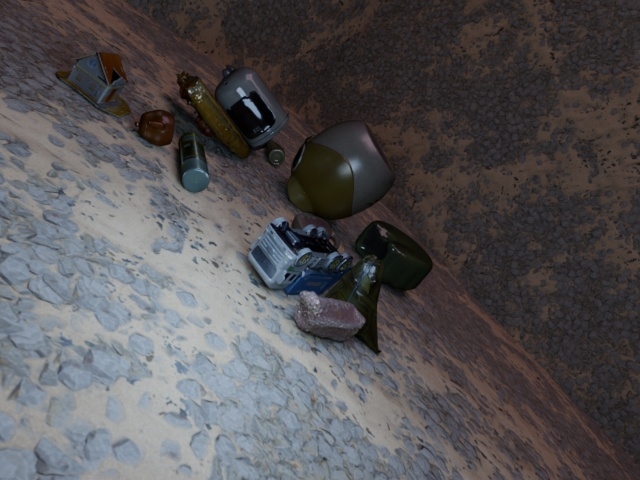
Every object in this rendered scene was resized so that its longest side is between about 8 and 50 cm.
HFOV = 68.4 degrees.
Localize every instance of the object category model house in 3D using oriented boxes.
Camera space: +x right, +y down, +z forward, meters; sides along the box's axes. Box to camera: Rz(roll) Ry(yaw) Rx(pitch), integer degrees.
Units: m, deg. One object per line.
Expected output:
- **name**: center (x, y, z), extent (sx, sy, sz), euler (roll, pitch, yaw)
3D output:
- **model house**: center (-0.643, -0.497, 1.426), extent (0.207, 0.136, 0.219), euler (37, 17, -12)

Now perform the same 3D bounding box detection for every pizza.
- **pizza**: center (-0.466, -0.520, 1.871), extent (0.406, 0.130, 0.440), euler (49, -3, 30)

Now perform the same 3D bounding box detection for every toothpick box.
- **toothpick box**: center (-0.295, -0.574, 1.944), extent (0.316, 0.229, 0.229), euler (52, 11, -26)
- **toothpick box**: center (0.078, -0.303, 2.097), extent (0.409, 0.426, 0.409), euler (53, 17, -24)

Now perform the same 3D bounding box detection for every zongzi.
- **zongzi**: center (0.148, 0.188, 1.366), extent (0.242, 0.221, 0.112), euler (48, 32, 12)

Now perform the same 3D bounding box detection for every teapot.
- **teapot**: center (-0.508, -0.345, 1.431), extent (0.116, 0.116, 0.173), euler (34, -9, -27)

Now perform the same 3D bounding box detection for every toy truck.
- **toy truck**: center (-0.044, 0.055, 1.331), extent (0.146, 0.175, 0.367), euler (49, 17, 27)

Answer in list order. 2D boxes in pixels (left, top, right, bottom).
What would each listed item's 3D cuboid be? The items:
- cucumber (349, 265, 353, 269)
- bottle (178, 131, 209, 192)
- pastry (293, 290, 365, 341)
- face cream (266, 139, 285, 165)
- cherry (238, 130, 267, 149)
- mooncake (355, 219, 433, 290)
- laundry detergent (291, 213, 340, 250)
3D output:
- **cucumber**: center (0.102, 0.122, 1.731), extent (0.211, 0.062, 0.078), euler (39, 0, 17)
- **bottle**: center (-0.395, -0.247, 1.458), extent (0.082, 0.082, 0.286), euler (31, 19, -33)
- **pastry**: center (0.014, 0.200, 1.228), extent (0.265, 0.112, 0.102), euler (34, 25, -50)
- **face cream**: center (-0.232, -0.467, 2.417), extent (0.137, 0.084, 0.341), euler (36, 14, -20)
- **cherry**: center (-0.307, -0.510, 2.161), extent (0.195, 0.195, 0.195), euler (38, 16, -14)
- **mooncake**: center (0.329, 0.071, 2.135), extent (0.351, 0.187, 0.351), euler (30, 18, -11)
- **laundry detergent**: center (0.000, 0.000, 1.702), extent (0.171, 0.076, 0.237), euler (10, 31, -29)
